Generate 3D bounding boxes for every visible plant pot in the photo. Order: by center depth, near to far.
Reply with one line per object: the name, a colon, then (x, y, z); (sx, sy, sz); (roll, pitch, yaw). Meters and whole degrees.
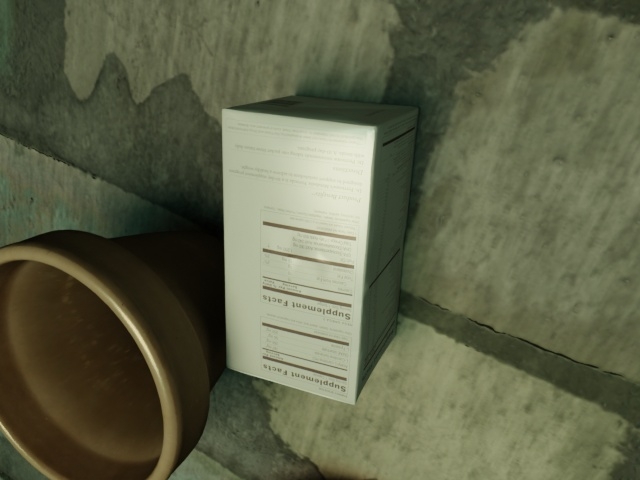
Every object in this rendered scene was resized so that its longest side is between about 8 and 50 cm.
plant pot: (-0.189, 0.094, 0.592); (0.262, 0.229, 0.263); (8, 110, 23)

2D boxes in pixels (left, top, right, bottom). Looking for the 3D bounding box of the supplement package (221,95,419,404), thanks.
supplement package: (0.000, 0.000, 0.520); (0.133, 0.139, 0.244); (11, 111, 21)
